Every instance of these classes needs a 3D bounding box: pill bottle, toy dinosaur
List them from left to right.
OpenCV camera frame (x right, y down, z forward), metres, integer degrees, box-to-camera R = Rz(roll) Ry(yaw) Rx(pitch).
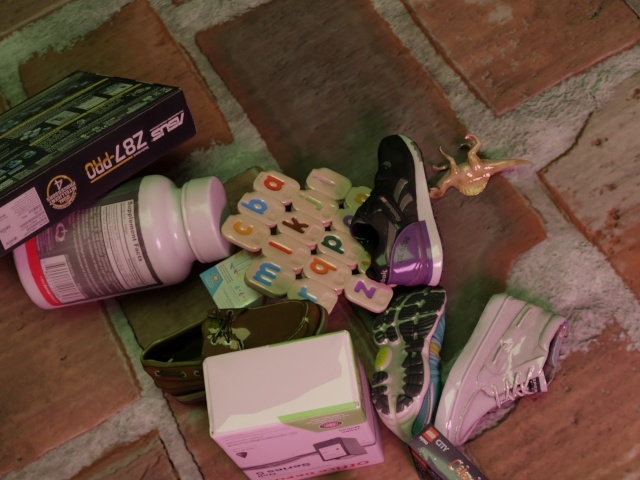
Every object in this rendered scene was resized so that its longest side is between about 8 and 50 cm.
[{"bbox_3d":[-0.303,-0.005,1.839,0.318,0.176,0.176,-12,61,10],"label":"pill bottle"},{"bbox_3d":[0.246,-0.120,1.882,0.183,0.053,0.093,-19,75,10],"label":"toy dinosaur"}]

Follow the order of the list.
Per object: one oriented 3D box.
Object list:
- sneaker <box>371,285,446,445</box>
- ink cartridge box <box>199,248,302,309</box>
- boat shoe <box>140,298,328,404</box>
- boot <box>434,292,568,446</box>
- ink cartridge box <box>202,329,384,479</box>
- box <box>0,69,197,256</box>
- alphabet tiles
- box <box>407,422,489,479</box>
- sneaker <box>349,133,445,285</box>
[{"bbox_3d":[0.134,0.177,1.709,0.107,0.110,0.275,-9,41,25],"label":"sneaker"},{"bbox_3d":[-0.097,0.068,1.818,0.143,0.090,0.092,-31,61,-5],"label":"ink cartridge box"},{"bbox_3d":[-0.132,0.153,1.693,0.307,0.104,0.111,-28,38,29],"label":"boat shoe"},{"bbox_3d":[0.261,0.196,1.672,0.123,0.095,0.258,17,66,27],"label":"boot"},{"bbox_3d":[-0.029,0.238,1.610,0.198,0.273,0.115,-12,63,5],"label":"ink cartridge box"},{"bbox_3d":[-0.443,-0.136,1.863,0.318,0.097,0.395,16,44,44],"label":"box"},{"bbox_3d":[0.000,0.000,1.806,0.278,0.021,0.284,26,48,6],"label":"alphabet tiles"},{"bbox_3d":[0.217,0.359,1.559,0.044,0.159,0.233,-41,62,-11],"label":"box"},{"bbox_3d":[0.102,-0.055,1.804,0.124,0.107,0.283,-3,50,-11],"label":"sneaker"}]
